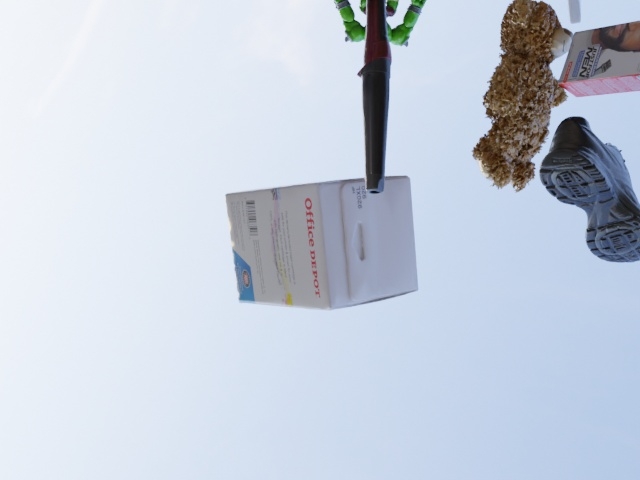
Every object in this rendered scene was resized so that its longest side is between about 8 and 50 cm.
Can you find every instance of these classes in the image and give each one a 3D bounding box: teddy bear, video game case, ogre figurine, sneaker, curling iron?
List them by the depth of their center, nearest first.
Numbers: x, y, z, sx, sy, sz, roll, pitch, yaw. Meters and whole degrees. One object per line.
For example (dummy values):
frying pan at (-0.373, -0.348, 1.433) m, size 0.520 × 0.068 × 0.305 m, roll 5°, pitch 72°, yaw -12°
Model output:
curling iron at (0.044, -0.180, 0.818) m, size 0.035 × 0.068 × 0.274 m, roll 161°, pitch -73°, yaw -64°
sneaker at (0.439, -0.075, 1.234) m, size 0.109 × 0.286 × 0.130 m, roll -12°, pitch -136°, yaw 39°
teddy bear at (0.361, -0.246, 1.409) m, size 0.113 × 0.245 × 0.338 m, roll 16°, pitch -97°, yaw 43°
video game case at (0.473, -0.538, 1.528) m, size 0.023 × 0.201 × 0.183 m, roll -4°, pitch -145°, yaw 22°
ogre figurine at (0.122, -0.480, 1.739) m, size 0.097 × 0.197 × 0.118 m, roll -140°, pitch -128°, yaw -65°

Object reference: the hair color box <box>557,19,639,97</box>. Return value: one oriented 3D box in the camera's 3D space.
hair color box at (0.446, -0.272, 1.212) m, size 0.167 × 0.053 × 0.093 m, roll 7°, pitch -105°, yaw 57°

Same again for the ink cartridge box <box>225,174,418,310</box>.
ink cartridge box at (0.000, 0.000, 1.170) m, size 0.233 × 0.168 × 0.171 m, roll 0°, pitch -82°, yaw 52°
